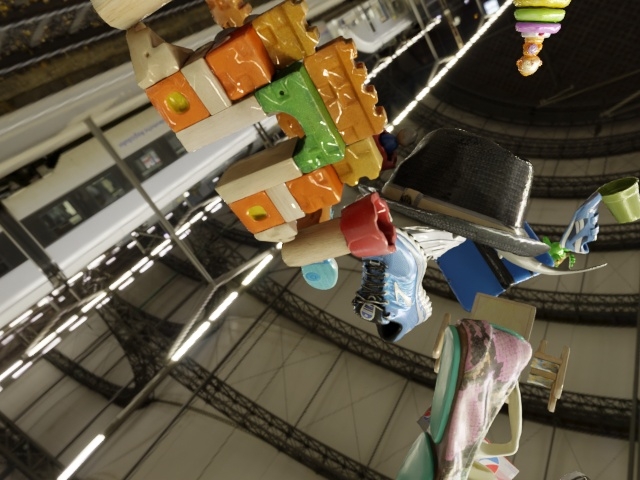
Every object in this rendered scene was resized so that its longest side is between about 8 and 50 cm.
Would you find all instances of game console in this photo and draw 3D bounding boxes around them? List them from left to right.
[{"bbox_3d":[0.513,0.032,1.403,0.250,0.293,0.173,-19,155,-13],"label":"game console"}]

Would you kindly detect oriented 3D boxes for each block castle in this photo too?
[{"bbox_3d":[-0.027,-0.207,0.587,0.213,0.453,0.303,-17,-144,23],"label":"block castle"}]

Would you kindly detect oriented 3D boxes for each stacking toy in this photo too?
[{"bbox_3d":[0.547,-0.571,1.126,0.175,0.301,0.165,-1,-154,-6],"label":"stacking toy"}]

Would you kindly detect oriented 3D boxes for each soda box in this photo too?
[{"bbox_3d":[0.372,0.518,1.134,0.092,0.263,0.083,-47,-166,-1],"label":"soda box"}]

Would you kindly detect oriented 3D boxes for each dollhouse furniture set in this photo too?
[{"bbox_3d":[0.503,0.372,1.310,0.362,0.394,0.256,14,-120,27],"label":"dollhouse furniture set"}]

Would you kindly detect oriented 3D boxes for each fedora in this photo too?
[{"bbox_3d":[0.232,-0.092,0.751,0.334,0.334,0.152,-136,-116,-70],"label":"fedora"}]

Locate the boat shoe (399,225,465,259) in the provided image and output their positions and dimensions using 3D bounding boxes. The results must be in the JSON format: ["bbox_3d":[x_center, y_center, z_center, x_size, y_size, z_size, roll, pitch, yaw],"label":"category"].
[{"bbox_3d":[0.281,0.010,1.182,0.258,0.084,0.095,-1,-165,-32],"label":"boat shoe"}]

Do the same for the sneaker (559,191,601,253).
[{"bbox_3d":[0.562,-0.035,0.948,0.053,0.144,0.059,-27,-132,-36],"label":"sneaker"}]

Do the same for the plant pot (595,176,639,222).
[{"bbox_3d":[0.652,-0.083,0.970,0.083,0.079,0.083,-30,-171,5],"label":"plant pot"}]

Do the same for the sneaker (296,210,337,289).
[{"bbox_3d":[0.000,0.000,1.508,0.127,0.319,0.208,-1,-137,13],"label":"sneaker"}]

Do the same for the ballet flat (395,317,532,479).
[{"bbox_3d":[0.115,0.168,0.364,0.079,0.221,0.077,14,-163,3],"label":"ballet flat"}]

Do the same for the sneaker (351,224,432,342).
[{"bbox_3d":[0.138,0.096,0.930,0.130,0.330,0.147,20,-126,44],"label":"sneaker"}]

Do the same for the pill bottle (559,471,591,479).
[{"bbox_3d":[0.552,0.565,0.860,0.119,0.119,0.208,-36,-150,-10],"label":"pill bottle"}]

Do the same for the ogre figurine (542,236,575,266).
[{"bbox_3d":[0.715,0.045,1.399,0.197,0.118,0.096,-8,-114,27],"label":"ogre figurine"}]

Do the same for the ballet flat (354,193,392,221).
[{"bbox_3d":[0.218,-0.030,1.595,0.106,0.316,0.107,-26,175,39],"label":"ballet flat"}]

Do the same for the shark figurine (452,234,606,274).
[{"bbox_3d":[0.376,-0.013,0.856,0.166,0.278,0.116,-36,165,-15],"label":"shark figurine"}]
